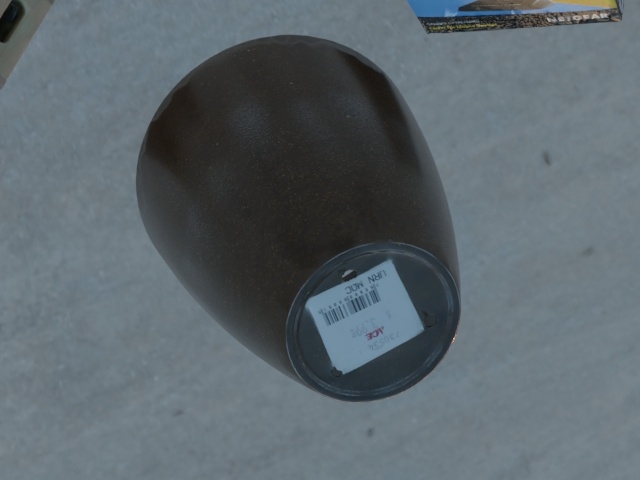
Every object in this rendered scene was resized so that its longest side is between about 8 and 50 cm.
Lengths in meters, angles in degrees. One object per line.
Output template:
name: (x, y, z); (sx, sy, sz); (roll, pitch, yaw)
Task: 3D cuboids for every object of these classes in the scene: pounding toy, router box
pounding toy: (-0.304, -0.155, 0.976); (0.130, 0.141, 0.100); (-7, 139, 34)
router box: (0.155, -0.231, 0.997); (0.179, 0.046, 0.133); (0, 159, 26)

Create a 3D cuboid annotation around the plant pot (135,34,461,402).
plant pot: (0.000, 0.000, 0.776); (0.215, 0.230, 0.215); (-7, 117, -13)
